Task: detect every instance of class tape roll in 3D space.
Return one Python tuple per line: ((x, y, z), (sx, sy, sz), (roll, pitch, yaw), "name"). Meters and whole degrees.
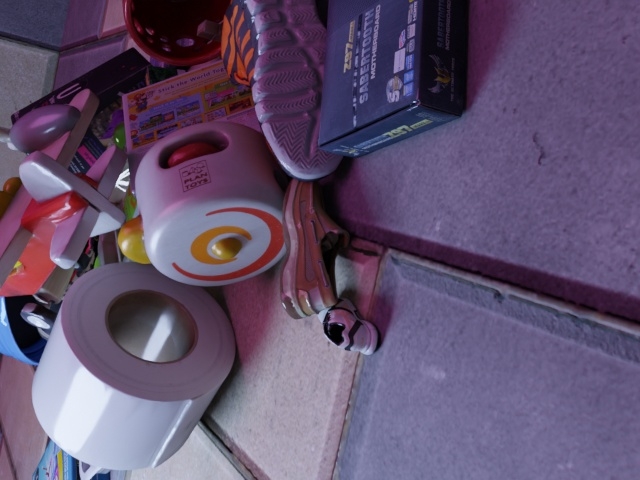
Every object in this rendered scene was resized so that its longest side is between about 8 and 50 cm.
((-0.262, 0.172, 1.059), (0.169, 0.246, 0.246), (-58, 36, 33), "tape roll")

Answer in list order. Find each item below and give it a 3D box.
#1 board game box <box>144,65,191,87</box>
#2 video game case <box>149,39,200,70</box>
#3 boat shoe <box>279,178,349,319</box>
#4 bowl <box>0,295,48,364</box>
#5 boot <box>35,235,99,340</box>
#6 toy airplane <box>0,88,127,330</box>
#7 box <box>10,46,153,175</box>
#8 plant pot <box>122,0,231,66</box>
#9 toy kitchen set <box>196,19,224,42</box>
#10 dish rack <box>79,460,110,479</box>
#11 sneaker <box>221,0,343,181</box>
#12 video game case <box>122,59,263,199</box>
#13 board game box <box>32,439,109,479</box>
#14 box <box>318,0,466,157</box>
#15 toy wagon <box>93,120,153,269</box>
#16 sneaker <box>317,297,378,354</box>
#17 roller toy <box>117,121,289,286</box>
((-0.188, -0.169, 1.143), (0.030, 0.136, 0.260), (113, 150, -45), "board game box")
((-0.285, -0.417, 1.498), (0.274, 0.026, 0.196), (-19, 65, 58), "video game case")
((0.000, 0.000, 0.854), (0.072, 0.068, 0.190), (-15, 55, 21), "boat shoe")
((-0.605, 0.070, 1.618), (0.391, 0.077, 0.391), (3, -90, -81), "bowl")
((-0.482, -0.006, 1.485), (0.284, 0.138, 0.377), (120, 165, -66), "boot")
((-0.442, -0.032, 1.068), (0.384, 0.272, 0.386), (-58, 18, 11), "toy airplane")
((-0.412, -0.221, 1.395), (0.165, 0.270, 0.143), (44, 164, 55), "box")
((-0.231, -0.414, 1.243), (0.191, 0.191, 0.174), (-57, 34, 34), "plant pot")
((-0.141, -0.294, 1.151), (0.068, 0.083, 0.075), (-5, 77, 60), "toy kitchen set")
((-0.377, 0.258, 1.404), (0.285, 0.072, 0.333), (-46, 44, 46), "dish rack")
((-0.047, -0.205, 0.952), (0.180, 0.124, 0.321), (127, 135, -67), "sneaker")
((-0.166, -0.170, 1.062), (0.026, 0.227, 0.206), (67, -174, -52), "video game case")
((-0.530, 0.537, 1.575), (0.336, 0.079, 0.254), (-54, 39, 37), "board game box")
((0.072, -0.219, 0.787), (0.183, 0.059, 0.233), (-13, 70, 59), "box")
((-0.316, -0.020, 1.222), (0.344, 0.068, 0.267), (-61, 35, 32), "toy wagon")
((0.019, 0.087, 0.802), (0.109, 0.044, 0.040), (30, 110, 61), "sneaker")
((-0.131, -0.038, 0.941), (0.191, 0.209, 0.146), (-50, 44, 36), "roller toy")
